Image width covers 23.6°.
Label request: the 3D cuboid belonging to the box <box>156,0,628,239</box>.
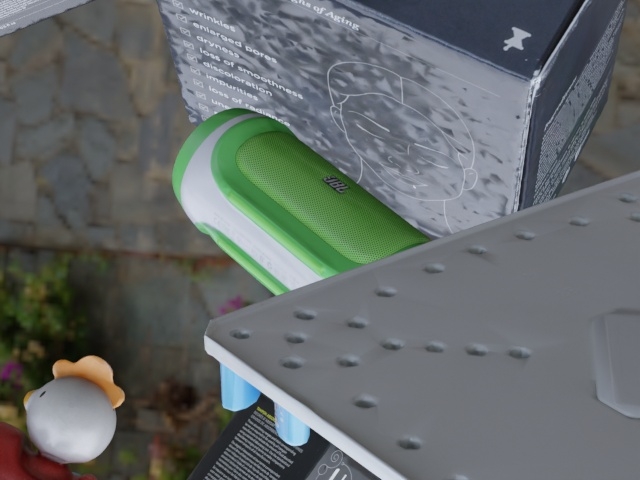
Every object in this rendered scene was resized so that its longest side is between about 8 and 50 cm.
[{"bbox_3d":[0.083,-0.263,1.761,0.480,0.297,0.472,26,162,14],"label":"box"}]

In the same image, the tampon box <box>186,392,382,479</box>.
[{"bbox_3d":[-0.036,0.216,1.132,0.101,0.161,0.120,28,168,48],"label":"tampon box"}]

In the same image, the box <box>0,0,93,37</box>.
[{"bbox_3d":[-0.352,-0.253,1.364,0.261,0.103,0.184,-17,158,19],"label":"box"}]

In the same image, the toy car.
[{"bbox_3d":[-0.352,0.246,1.962,0.210,0.238,0.219,27,179,4],"label":"toy car"}]

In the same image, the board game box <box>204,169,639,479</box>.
[{"bbox_3d":[0.201,0.087,0.825,0.390,0.050,0.390,-18,-148,-34],"label":"board game box"}]

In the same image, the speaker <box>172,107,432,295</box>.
[{"bbox_3d":[0.000,0.000,1.337,0.296,0.131,0.131,39,-161,34],"label":"speaker"}]
